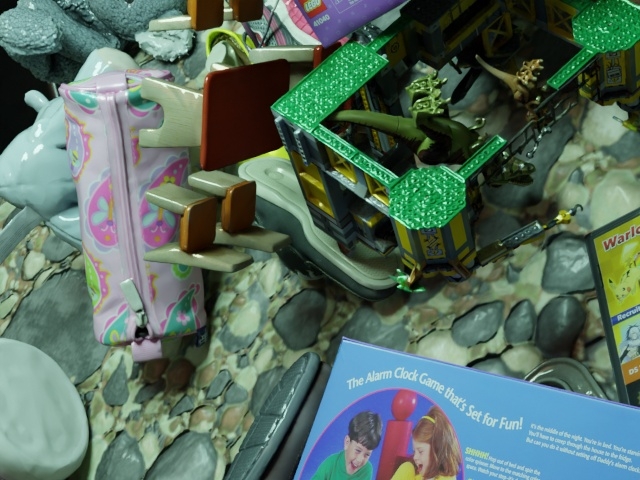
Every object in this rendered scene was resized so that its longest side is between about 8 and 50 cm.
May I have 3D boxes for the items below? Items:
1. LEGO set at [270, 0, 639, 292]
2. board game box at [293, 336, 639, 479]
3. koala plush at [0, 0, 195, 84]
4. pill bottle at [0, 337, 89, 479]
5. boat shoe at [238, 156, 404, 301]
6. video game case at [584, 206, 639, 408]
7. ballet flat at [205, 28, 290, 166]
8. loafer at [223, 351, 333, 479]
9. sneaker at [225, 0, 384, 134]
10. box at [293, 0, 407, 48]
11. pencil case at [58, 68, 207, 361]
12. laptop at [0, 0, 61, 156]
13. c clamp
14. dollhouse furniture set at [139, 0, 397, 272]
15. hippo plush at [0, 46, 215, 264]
[{"bbox_3d":[0.128,-0.081,1.185,0.255,0.192,0.331,27,64,31],"label":"LEGO set"},{"bbox_3d":[0.113,0.217,1.026,0.347,0.078,0.233,9,76,51],"label":"board game box"},{"bbox_3d":[-0.257,-0.295,1.722,0.221,0.203,0.196,-11,64,15],"label":"koala plush"},{"bbox_3d":[-0.406,0.245,1.486,0.301,0.169,0.169,-35,44,24],"label":"pill bottle"},{"bbox_3d":[0.000,0.000,1.333,0.233,0.084,0.079,38,132,43],"label":"boat shoe"},{"bbox_3d":[0.332,0.043,0.988,0.274,0.035,0.248,-29,47,30],"label":"video game case"},{"bbox_3d":[-0.085,-0.149,1.498,0.077,0.077,0.231,-36,44,20],"label":"ballet flat"},{"bbox_3d":[-0.046,0.247,1.207,0.303,0.095,0.109,-63,10,-14],"label":"loafer"},{"bbox_3d":[-0.038,-0.216,1.469,0.112,0.120,0.299,-65,33,17],"label":"sneaker"},{"bbox_3d":[0.110,-0.288,1.225,0.201,0.057,0.293,-26,18,30],"label":"box"},{"bbox_3d":[-0.186,-0.028,1.389,0.124,0.124,0.284,7,106,47],"label":"pencil case"},{"bbox_3d":[-0.468,-0.269,2.008,0.382,0.236,0.408,-25,77,32],"label":"laptop"},{"bbox_3d":[0.175,0.170,1.068,0.137,0.022,0.161,-40,43,19],"label":"c clamp"},{"bbox_3d":[-0.042,-0.121,1.238,0.135,0.259,0.262,10,107,23],"label":"dollhouse furniture set"},{"bbox_3d":[-0.247,-0.078,1.559,0.294,0.234,0.236,-34,12,4],"label":"hippo plush"}]
